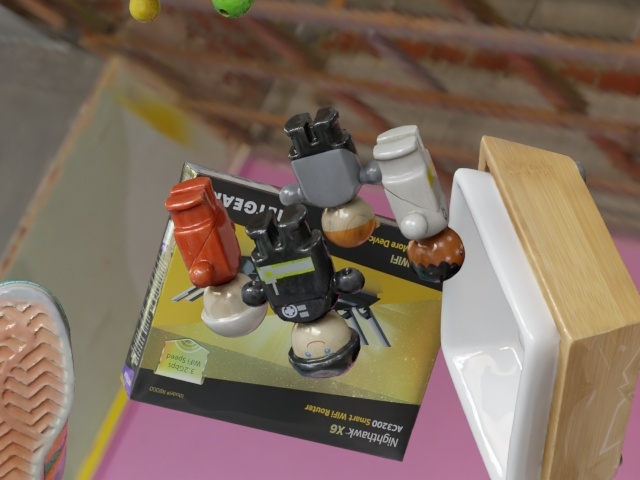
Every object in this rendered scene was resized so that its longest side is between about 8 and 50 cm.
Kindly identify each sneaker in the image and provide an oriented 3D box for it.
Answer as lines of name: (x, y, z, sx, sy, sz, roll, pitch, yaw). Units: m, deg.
sneaker: (-0.265, 0.154, 1.333, 0.108, 0.302, 0.121, 4, 26, -11)

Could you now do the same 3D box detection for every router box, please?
router box: (-0.027, 0.076, 1.639, 0.308, 0.243, 0.081, 14, 8, -17)

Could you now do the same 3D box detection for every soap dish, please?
soap dish: (0.193, 0.081, 1.389, 0.118, 0.229, 0.291, -12, -40, -8)

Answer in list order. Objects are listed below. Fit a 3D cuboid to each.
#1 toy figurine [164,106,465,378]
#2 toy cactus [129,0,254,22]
toy figurine: (0.000, 0.000, 1.313, 0.213, 0.209, 0.148, 15, -48, 52)
toy cactus: (-0.098, -0.254, 1.023, 0.219, 0.180, 0.112, 50, 10, 1)
